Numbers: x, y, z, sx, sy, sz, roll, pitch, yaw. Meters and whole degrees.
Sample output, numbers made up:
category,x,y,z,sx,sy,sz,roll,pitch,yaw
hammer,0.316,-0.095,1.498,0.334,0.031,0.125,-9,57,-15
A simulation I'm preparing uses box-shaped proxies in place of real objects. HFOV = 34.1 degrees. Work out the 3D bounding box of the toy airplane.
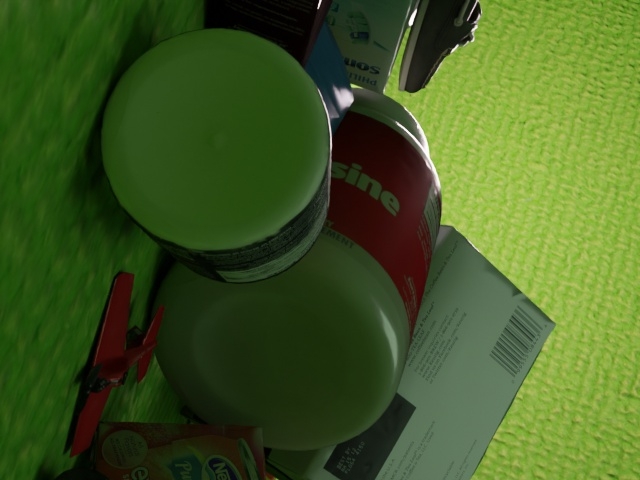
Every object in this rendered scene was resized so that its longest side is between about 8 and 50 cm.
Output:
category,x,y,z,sx,sy,sz,roll,pitch,yaw
toy airplane,-0.151,0.092,0.793,0.151,0.028,0.151,18,90,-87

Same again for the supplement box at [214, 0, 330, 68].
category,x,y,z,sx,sy,sz,roll,pitch,yaw
supplement box,-0.018,-0.209,0.736,0.239,0.073,0.130,116,-6,-65

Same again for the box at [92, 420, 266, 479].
category,x,y,z,sx,sy,sz,roll,pitch,yaw
box,-0.137,0.305,0.918,0.154,0.142,0.300,-98,-163,-44

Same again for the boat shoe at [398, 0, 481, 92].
category,x,y,z,sx,sy,sz,roll,pitch,yaw
boat shoe,0.173,-0.303,1.195,0.112,0.096,0.335,-72,179,-53

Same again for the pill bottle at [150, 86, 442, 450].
category,x,y,z,sx,sy,sz,roll,pitch,yaw
pill bottle,0.000,0.000,1.059,0.407,0.229,0.229,-67,175,-57

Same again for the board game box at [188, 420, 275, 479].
category,x,y,z,sx,sy,sz,roll,pitch,yaw
board game box,-0.090,0.206,1.532,0.142,0.144,0.275,48,60,-86

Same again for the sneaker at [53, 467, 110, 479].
category,x,y,z,sx,sy,sz,roll,pitch,yaw
sneaker,-0.190,0.248,0.737,0.178,0.072,0.077,-64,-174,-14

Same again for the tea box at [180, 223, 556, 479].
category,x,y,z,sx,sy,sz,roll,pitch,yaw
tea box,0.051,0.161,1.303,0.329,0.220,0.323,-57,-150,-14

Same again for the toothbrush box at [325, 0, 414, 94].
category,x,y,z,sx,sy,sz,roll,pitch,yaw
toothbrush box,0.064,-0.339,1.099,0.295,0.126,0.216,107,2,-53

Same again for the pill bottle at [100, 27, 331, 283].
category,x,y,z,sx,sy,sz,roll,pitch,yaw
pill bottle,-0.058,-0.040,0.690,0.245,0.130,0.130,92,17,-82

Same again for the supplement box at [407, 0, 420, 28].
category,x,y,z,sx,sy,sz,roll,pitch,yaw
supplement box,0.132,-0.366,1.356,0.220,0.111,0.114,-38,178,4

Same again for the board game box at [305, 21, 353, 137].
category,x,y,z,sx,sy,sz,roll,pitch,yaw
board game box,-0.022,-0.169,1.020,0.133,0.033,0.168,60,28,-21
